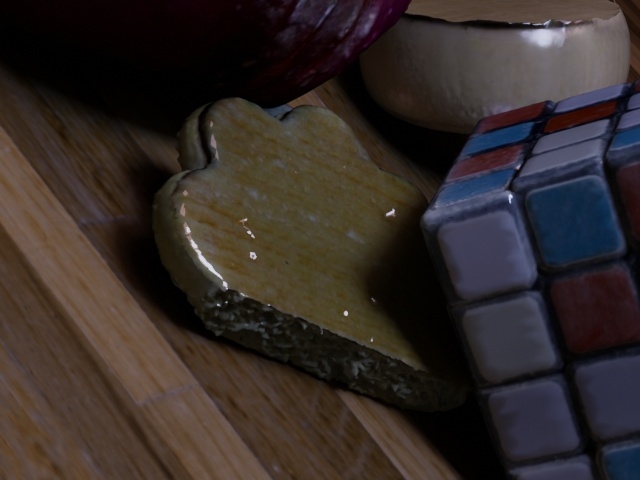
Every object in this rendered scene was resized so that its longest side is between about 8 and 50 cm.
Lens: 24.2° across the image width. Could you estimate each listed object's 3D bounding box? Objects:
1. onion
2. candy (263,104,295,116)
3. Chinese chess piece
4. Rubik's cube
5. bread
[{"bbox_3d":[-0.059,-0.313,1.018,0.398,0.420,0.398,34,33,-26],"label":"onion"},{"bbox_3d":[-0.025,-0.063,1.123,0.103,0.043,0.103,34,27,-20],"label":"candy"},{"bbox_3d":[0.160,-0.177,1.378,0.250,0.103,0.249,0,21,0],"label":"Chinese chess piece"},{"bbox_3d":[0.241,0.027,1.040,0.256,0.253,0.258,-49,120,-67],"label":"Rubik's cube"},{"bbox_3d":[0.000,0.000,1.008,0.287,0.056,0.207,29,41,-35],"label":"bread"}]
